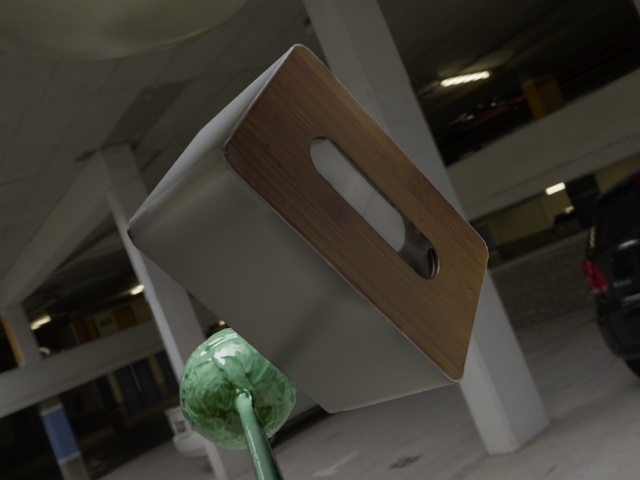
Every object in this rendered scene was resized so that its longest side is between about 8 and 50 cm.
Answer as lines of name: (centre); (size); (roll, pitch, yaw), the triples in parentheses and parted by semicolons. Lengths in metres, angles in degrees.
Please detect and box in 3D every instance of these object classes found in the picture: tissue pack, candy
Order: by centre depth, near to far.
candy: (-0.052, 0.153, 0.544); (0.119, 0.119, 0.440); (-22, 6, -10)
tissue pack: (-0.001, 0.001, 0.559); (0.136, 0.246, 0.159); (-29, 26, 41)

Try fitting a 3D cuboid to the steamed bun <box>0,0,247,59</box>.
steamed bun: (-0.173, -0.274, 0.373); (0.334, 0.373, 0.334); (-59, 12, 20)
